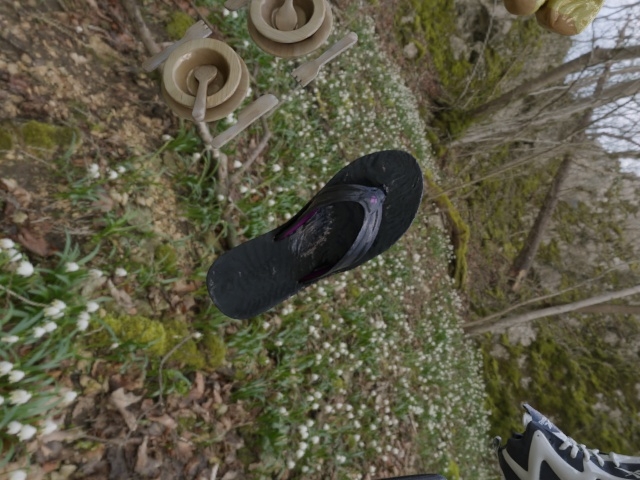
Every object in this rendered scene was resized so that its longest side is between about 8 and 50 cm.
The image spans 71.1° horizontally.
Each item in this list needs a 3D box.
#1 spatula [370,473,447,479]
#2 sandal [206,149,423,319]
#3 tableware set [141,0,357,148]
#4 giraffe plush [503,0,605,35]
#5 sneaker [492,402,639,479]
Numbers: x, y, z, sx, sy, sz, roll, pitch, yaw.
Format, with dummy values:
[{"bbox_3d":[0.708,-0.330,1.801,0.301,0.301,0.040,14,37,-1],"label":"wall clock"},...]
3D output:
[{"bbox_3d":[-0.021,0.254,0.417,0.030,0.296,0.084,-156,-121,-80],"label":"spatula"},{"bbox_3d":[0.000,0.003,0.787,0.168,0.445,0.107,55,3,-6],"label":"sandal"},{"bbox_3d":[-0.071,-0.192,0.433,0.128,0.194,0.039,47,-9,11],"label":"tableware set"},{"bbox_3d":[0.293,-0.367,0.530,0.181,0.210,0.171,53,21,-25],"label":"giraffe plush"},{"bbox_3d":[0.357,0.296,0.631,0.094,0.234,0.153,19,46,-54],"label":"sneaker"}]
